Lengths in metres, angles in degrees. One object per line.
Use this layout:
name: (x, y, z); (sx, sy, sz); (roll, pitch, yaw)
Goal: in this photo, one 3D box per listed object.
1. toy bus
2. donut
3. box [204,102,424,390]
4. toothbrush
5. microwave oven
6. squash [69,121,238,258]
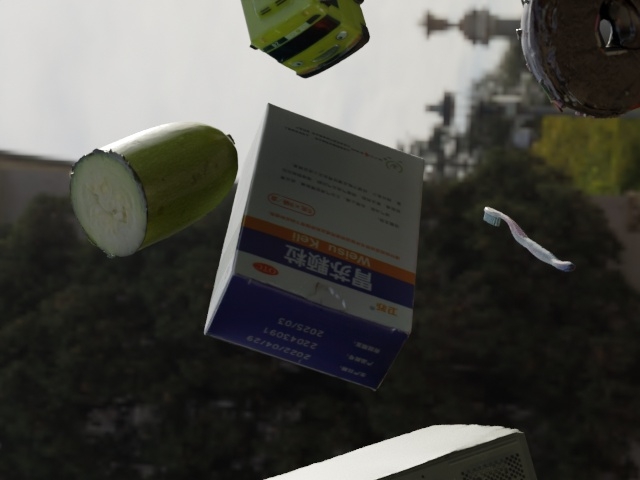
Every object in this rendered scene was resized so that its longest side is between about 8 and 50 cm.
toy bus: (-0.040, -0.362, 1.950); (0.150, 0.128, 0.262); (19, -129, -51)
donut: (0.405, -0.307, 2.133); (0.103, 0.269, 0.270); (-166, 75, -65)
box: (0.000, 0.000, 1.630); (0.299, 0.200, 0.106); (-81, 14, -49)
toothbrush: (0.303, -0.002, 2.163); (0.269, 0.021, 0.027); (-137, 49, -62)
microwave oven: (0.077, 0.442, 2.137); (0.374, 0.432, 0.236); (166, 89, -69)
squash: (-0.164, -0.070, 1.568); (0.186, 0.123, 0.123); (-30, -54, -42)
